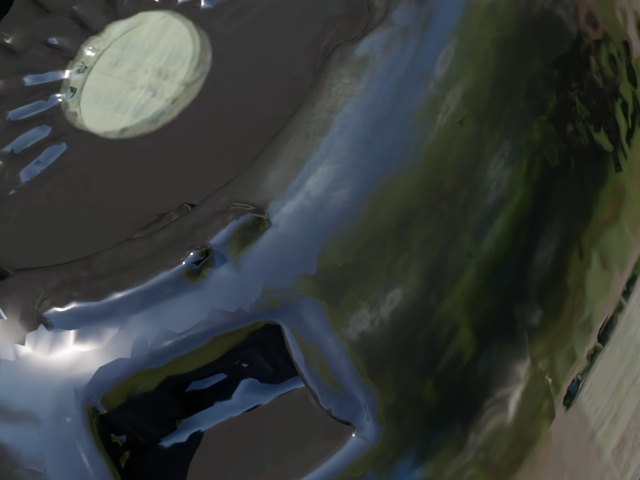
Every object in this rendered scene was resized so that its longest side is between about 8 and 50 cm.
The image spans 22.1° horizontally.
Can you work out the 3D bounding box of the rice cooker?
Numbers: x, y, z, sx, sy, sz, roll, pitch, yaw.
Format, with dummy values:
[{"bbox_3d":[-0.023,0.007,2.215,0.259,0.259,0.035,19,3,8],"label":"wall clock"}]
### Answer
[{"bbox_3d":[-0.012,0.012,0.469,0.267,0.224,0.267,-12,54,17],"label":"rice cooker"}]
